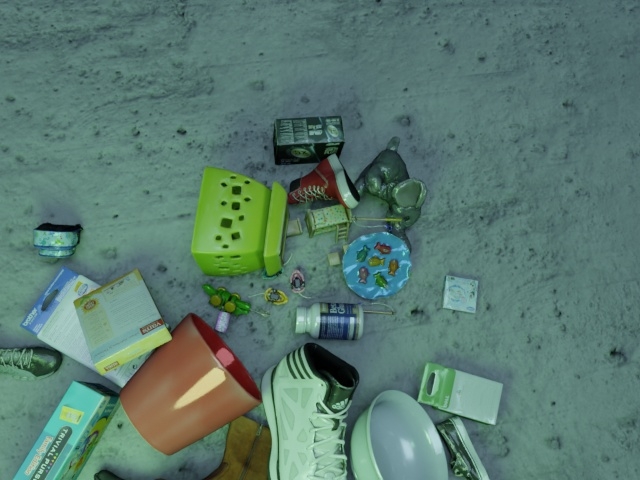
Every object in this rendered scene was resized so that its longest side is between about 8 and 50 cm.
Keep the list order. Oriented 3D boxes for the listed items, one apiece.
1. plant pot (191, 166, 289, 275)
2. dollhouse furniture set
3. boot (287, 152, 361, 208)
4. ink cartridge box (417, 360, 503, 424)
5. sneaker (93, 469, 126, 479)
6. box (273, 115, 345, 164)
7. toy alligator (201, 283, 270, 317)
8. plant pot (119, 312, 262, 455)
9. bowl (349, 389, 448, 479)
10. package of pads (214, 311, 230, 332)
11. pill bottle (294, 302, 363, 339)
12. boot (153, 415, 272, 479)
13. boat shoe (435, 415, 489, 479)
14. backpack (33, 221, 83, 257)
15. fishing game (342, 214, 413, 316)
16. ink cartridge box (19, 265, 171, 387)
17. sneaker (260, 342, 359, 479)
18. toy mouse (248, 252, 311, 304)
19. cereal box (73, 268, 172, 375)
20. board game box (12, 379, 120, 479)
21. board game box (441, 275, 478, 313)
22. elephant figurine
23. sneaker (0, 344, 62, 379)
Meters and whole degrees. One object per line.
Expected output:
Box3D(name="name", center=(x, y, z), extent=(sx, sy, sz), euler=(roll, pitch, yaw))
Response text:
Box3D(name="plant pot", center=(-0.189, -0.033, 1.607), extent=(0.207, 0.227, 0.228), euler=(7, 73, 1))
Box3D(name="dollhouse furniture set", center=(0.000, 0.000, 1.696), extent=(0.182, 0.101, 0.160), euler=(-13, 77, -10))
Box3D(name="boot", center=(0.000, -0.118, 1.668), extent=(0.176, 0.244, 0.088), euler=(-31, 120, 5))
Box3D(name="ink cartridge box", center=(0.352, 0.393, 1.655), extent=(0.210, 0.062, 0.108), euler=(17, 74, -2))
Box3D(name="sneaker", center=(-0.374, 0.615, 1.485), extent=(0.331, 0.122, 0.146), euler=(31, 52, 19))
Box3D(name="box", center=(-0.034, -0.268, 1.738), extent=(0.180, 0.147, 0.077), euler=(-4, 76, -8))
Box3D(name="toy alligator", center=(-0.223, 0.171, 1.656), extent=(0.190, 0.056, 0.051), euler=(25, 116, -1))
Box3D(name="plant pot", center=(-0.312, 0.347, 1.506), extent=(0.243, 0.275, 0.275), euler=(-40, 83, -4))
Box3D(name="bowl", center=(0.165, 0.518, 1.535), extent=(0.298, 0.134, 0.297), euler=(32, 41, -34))
Box3D(name="package of pads", center=(-0.248, 0.207, 1.624), extent=(0.032, 0.083, 0.050), euler=(17, 78, -7))
Box3D(name="pill bottle", center=(0.021, 0.206, 1.649), extent=(0.170, 0.094, 0.094), euler=(3, 75, -6))
Box3D(name="boot", center=(-0.229, 0.509, 1.473), extent=(0.264, 0.096, 0.280), euler=(17, 42, 0))
Box3D(name="boat shoe", center=(0.357, 0.555, 1.612), extent=(0.070, 0.077, 0.219), euler=(-20, 71, -12))
Box3D(name="backpack", center=(-0.662, 0.001, 1.614), extent=(0.105, 0.114, 0.084), euler=(3, 95, -7))
Box3D(name="fishing game", center=(0.152, 0.069, 1.686), extent=(0.189, 0.041, 0.263), euler=(6, 96, -7))
Box3D(name="ink cartridge box", center=(-0.554, 0.216, 1.599), extent=(0.311, 0.065, 0.185), euler=(30, 74, -1))
Box3D(name="sneaker", center=(-0.004, 0.437, 1.439), extent=(0.169, 0.257, 0.447), euler=(1, 55, -31))
Box3D(name="toy mouse", center=(-0.095, 0.102, 1.695), extent=(0.161, 0.031, 0.143), euler=(14, 75, -3))
Box3D(name="cereal box", center=(-0.464, 0.183, 1.496), extent=(0.173, 0.047, 0.240), euler=(-27, 43, -13))
Box3D(name="board game box", center=(-0.576, 0.482, 1.429), extent=(0.079, 0.254, 0.335), euler=(28, 75, 1))
Box3D(name="board game box", center=(0.377, 0.146, 1.744), extent=(0.090, 0.020, 0.089), euler=(10, 74, -4))
Box3D(name="elephant figurine", center=(0.215, -0.116, 1.741), extent=(0.239, 0.186, 0.169), euler=(39, 41, -6))
Box3D(name="sneaker", center=(-0.744, 0.285, 1.522), extent=(0.229, 0.132, 0.086), euler=(2, 76, -6))
